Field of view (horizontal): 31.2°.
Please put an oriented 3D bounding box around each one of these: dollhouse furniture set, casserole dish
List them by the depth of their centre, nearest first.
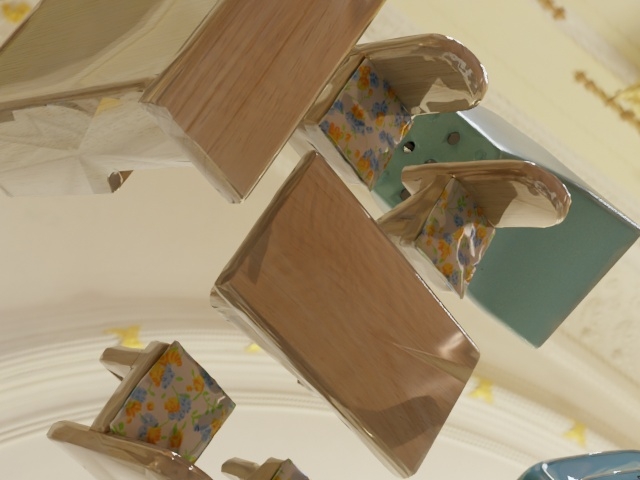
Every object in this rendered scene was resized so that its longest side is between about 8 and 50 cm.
[{"bbox_3d":[0.000,0.000,0.718,0.394,0.256,0.362,49,-119,-30],"label":"dollhouse furniture set"},{"bbox_3d":[0.212,0.186,0.799,0.188,0.037,0.114,4,-157,-41],"label":"casserole dish"}]

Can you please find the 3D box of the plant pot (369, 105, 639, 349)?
[{"bbox_3d":[0.162,-0.029,1.111,0.234,0.165,0.166,28,-165,-51],"label":"plant pot"}]
